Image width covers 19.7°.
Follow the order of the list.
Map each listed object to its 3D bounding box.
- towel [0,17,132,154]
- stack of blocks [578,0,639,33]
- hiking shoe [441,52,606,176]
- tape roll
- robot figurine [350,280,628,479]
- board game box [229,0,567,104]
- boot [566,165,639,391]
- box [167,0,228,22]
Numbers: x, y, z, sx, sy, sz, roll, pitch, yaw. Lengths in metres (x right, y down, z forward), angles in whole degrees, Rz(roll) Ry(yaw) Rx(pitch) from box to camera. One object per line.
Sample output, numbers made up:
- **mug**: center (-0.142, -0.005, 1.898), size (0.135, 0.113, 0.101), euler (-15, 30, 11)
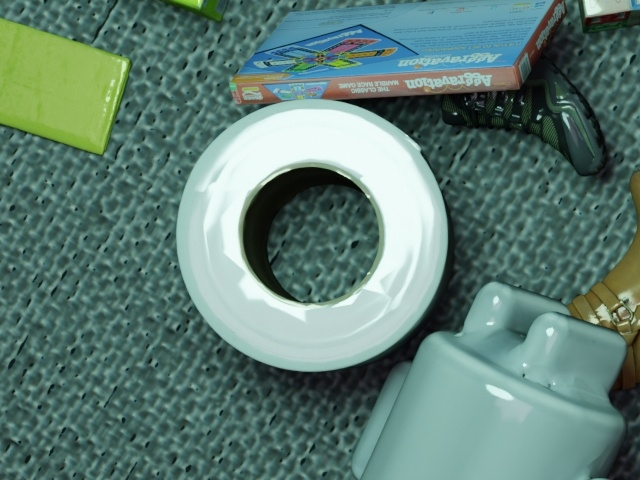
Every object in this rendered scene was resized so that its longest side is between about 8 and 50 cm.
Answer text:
- **towel**: center (-0.311, -0.165, 1.820), size (0.237, 0.021, 0.102), euler (17, 94, 6)
- **stack of blocks**: center (0.310, -0.358, 1.728), size (0.171, 0.087, 0.297), euler (-9, 85, 6)
- **hiking shoe**: center (0.175, -0.133, 1.739), size (0.114, 0.086, 0.227), euler (-41, 74, 11)
- **tape roll**: center (0.000, 0.000, 1.698), size (0.246, 0.169, 0.246), euler (0, 87, 7)
- **robot figurine**: center (0.143, 0.219, 1.642), size (0.300, 0.200, 0.353), euler (32, 100, 49)
- **board game box**: center (0.070, -0.175, 1.675), size (0.281, 0.145, 0.027), euler (0, 122, 28)
- **boot**: center (0.284, 0.040, 1.715), size (0.152, 0.073, 0.197), euler (-22, 82, 9)
- **box**: center (-0.181, -0.262, 1.765), size (0.178, 0.109, 0.042), euler (21, 93, 7)
